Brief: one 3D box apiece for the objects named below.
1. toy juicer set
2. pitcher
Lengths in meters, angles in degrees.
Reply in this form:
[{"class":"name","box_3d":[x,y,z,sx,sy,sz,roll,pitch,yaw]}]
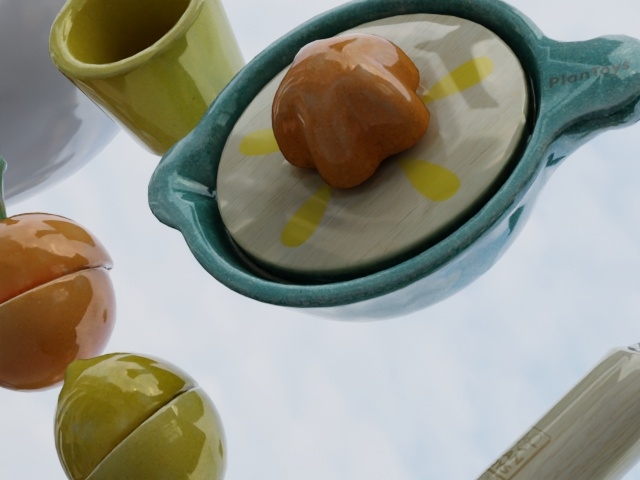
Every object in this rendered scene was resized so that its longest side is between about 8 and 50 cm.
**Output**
[{"class":"toy juicer set","box_3d":[0.000,0.000,0.539,0.329,0.209,0.089,13,-30,37]},{"class":"pitcher","box_3d":[-0.195,-0.067,0.930,0.125,0.207,0.178,48,-8,-8]}]
